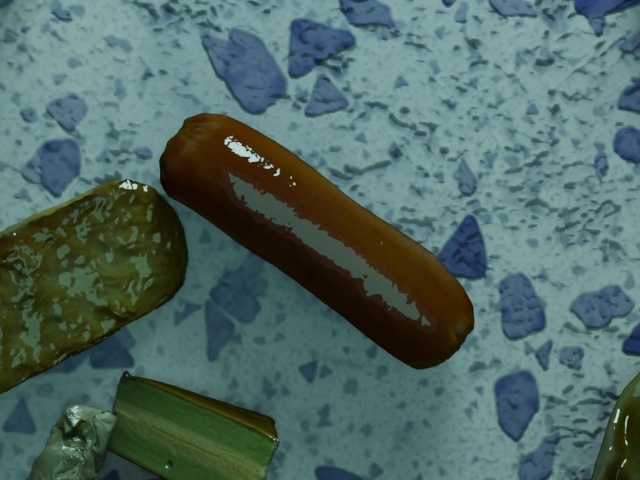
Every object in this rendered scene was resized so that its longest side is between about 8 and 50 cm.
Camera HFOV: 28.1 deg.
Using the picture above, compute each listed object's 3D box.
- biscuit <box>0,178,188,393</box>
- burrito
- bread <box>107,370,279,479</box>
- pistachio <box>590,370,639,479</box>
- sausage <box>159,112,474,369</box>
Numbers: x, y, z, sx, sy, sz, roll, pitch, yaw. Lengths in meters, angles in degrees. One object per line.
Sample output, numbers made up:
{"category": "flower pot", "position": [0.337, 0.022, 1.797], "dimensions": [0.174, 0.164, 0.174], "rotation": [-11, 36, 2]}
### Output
{"category": "biscuit", "position": [-0.223, 0.039, 1.045], "dimensions": [0.247, 0.029, 0.118], "rotation": [-28, 100, -16]}
{"category": "burrito", "position": [-0.225, 0.222, 1.063], "dimensions": [0.058, 0.045, 0.188], "rotation": [23, 93, 10]}
{"category": "bread", "position": [-0.110, 0.165, 1.051], "dimensions": [0.139, 0.084, 0.074], "rotation": [20, 91, -5]}
{"category": "pistachio", "position": [0.312, 0.234, 1.055], "dimensions": [0.197, 0.166, 0.288], "rotation": [18, 86, -29]}
{"category": "sausage", "position": [0.000, 0.000, 1.055], "dimensions": [0.300, 0.083, 0.089], "rotation": [35, 101, -4]}
